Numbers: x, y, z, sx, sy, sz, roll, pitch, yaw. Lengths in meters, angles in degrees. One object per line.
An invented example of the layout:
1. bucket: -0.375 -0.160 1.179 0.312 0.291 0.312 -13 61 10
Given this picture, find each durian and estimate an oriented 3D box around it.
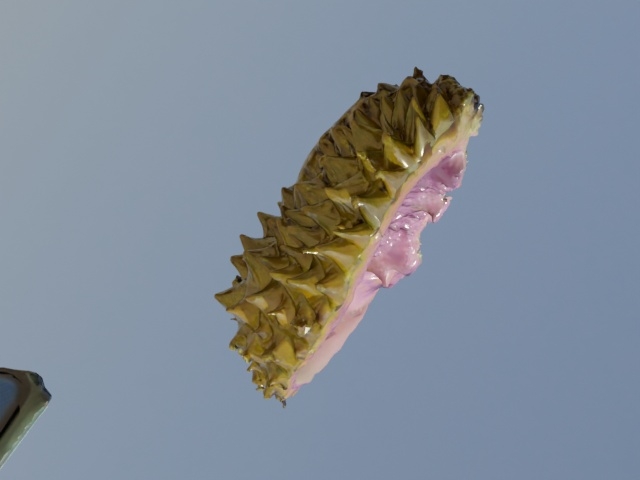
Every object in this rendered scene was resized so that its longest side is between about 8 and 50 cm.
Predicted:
1. durian: 0.001 0.000 1.312 0.191 0.112 0.341 -42 170 -26

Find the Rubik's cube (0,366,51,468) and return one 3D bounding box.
1. Rubik's cube: -0.173 0.103 0.681 0.234 0.250 0.284 -29 -106 21
